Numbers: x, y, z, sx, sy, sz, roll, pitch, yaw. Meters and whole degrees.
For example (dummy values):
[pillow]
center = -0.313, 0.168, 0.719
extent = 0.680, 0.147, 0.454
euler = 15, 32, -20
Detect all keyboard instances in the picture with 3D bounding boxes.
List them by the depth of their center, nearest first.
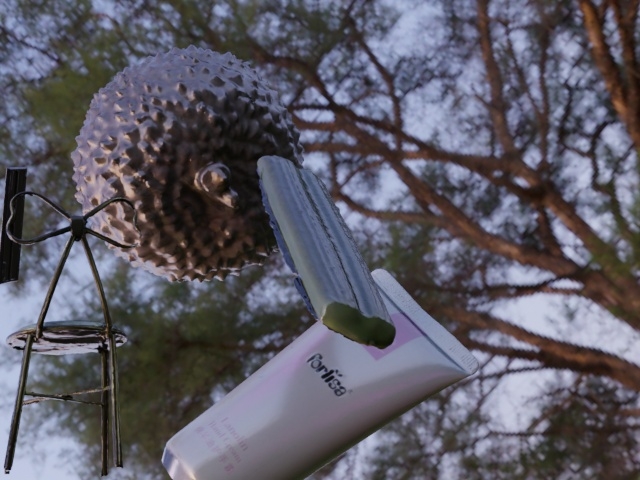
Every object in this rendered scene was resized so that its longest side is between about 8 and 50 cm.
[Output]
[keyboard]
center = -0.531, -0.026, 1.750
extent = 0.067, 0.011, 0.202
euler = -20, -63, -75

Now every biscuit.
[biscuit]
center = 0.000, 0.000, 1.059
extent = 0.099, 0.322, 0.038
euler = 22, -67, -26

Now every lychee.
[lychee]
center = -0.214, -0.116, 1.635
extent = 0.380, 0.432, 0.381
euler = -5, -78, -22

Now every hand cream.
[hand cream]
center = -0.008, 0.183, 1.162
extent = 0.358, 0.185, 0.118
euler = -35, -34, -17

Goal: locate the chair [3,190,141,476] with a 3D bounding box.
[chair]
center = -0.308, 0.120, 1.247
extent = 0.159, 0.326, 0.170
euler = 2, -17, -18
